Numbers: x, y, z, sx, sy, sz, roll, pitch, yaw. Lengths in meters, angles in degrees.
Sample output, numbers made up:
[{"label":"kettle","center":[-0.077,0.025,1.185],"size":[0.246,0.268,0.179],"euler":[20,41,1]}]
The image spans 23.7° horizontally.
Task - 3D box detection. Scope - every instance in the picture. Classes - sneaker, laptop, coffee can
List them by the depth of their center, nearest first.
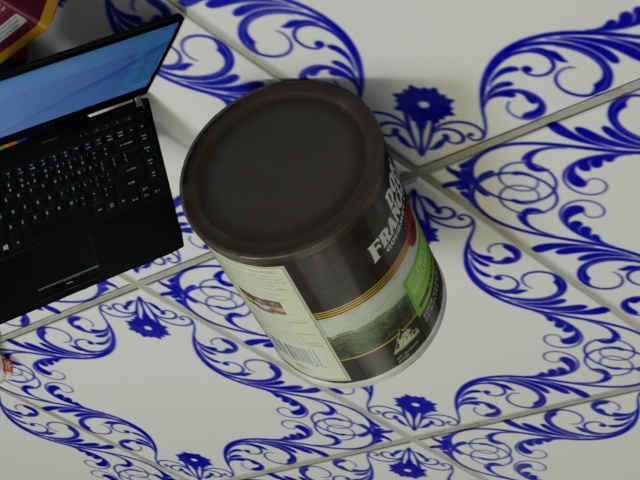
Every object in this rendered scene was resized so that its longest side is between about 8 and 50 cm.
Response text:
[{"label":"laptop","center":[-0.227,-0.063,1.453],"size":[0.136,0.234,0.264],"euler":[18,125,54]},{"label":"coffee can","center":[0.000,0.000,1.533],"size":[0.201,0.202,0.275],"euler":[1,149,20]},{"label":"sneaker","center":[-0.476,0.170,2.184],"size":[0.075,0.057,0.161],"euler":[2,152,-16]}]

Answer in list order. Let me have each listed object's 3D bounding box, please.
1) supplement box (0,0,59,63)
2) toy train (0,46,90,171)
[{"label":"supplement box","center":[-0.333,-0.247,1.355],"size":[0.188,0.081,0.104],"euler":[30,147,-29]},{"label":"toy train","center":[-0.298,-0.105,1.581],"size":[0.143,0.105,0.248],"euler":[-4,149,46]}]
